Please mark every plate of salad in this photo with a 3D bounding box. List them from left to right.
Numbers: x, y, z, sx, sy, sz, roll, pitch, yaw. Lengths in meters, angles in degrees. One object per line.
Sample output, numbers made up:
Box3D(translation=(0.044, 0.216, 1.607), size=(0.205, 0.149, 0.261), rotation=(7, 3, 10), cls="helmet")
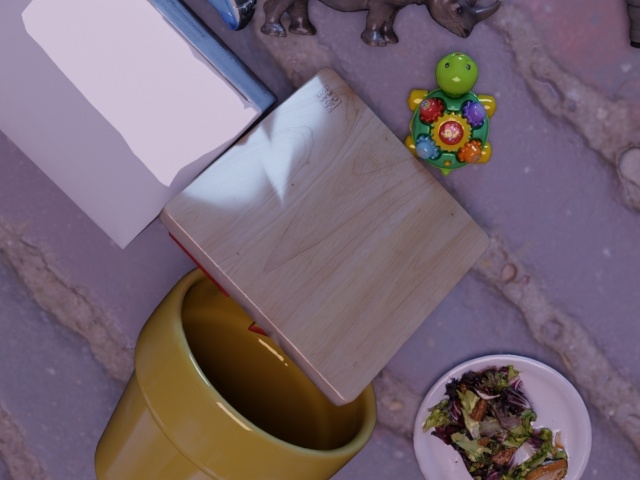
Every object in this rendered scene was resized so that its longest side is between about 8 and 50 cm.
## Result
Box3D(translation=(0.203, 0.225, 1.314), size=(0.199, 0.048, 0.200), rotation=(1, 104, 5), cls="plate of salad")

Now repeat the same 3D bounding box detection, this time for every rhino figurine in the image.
Box3D(translation=(0.064, -0.253, 1.201), size=(0.243, 0.073, 0.106), rotation=(5, 106, 2), cls="rhino figurine")

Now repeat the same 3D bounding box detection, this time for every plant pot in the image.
Box3D(translation=(-0.109, 0.191, 1.242), size=(0.254, 0.254, 0.239), rotation=(39, 118, -5), cls="plant pot")

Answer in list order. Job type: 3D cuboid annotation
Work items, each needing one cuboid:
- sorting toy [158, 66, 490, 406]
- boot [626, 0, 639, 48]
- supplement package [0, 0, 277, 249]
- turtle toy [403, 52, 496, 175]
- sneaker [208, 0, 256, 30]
Box3D(translation=(0.000, 0.000, 1.199), size=(0.255, 0.089, 0.257), rotation=(47, 58, -2), cls="sorting toy")
Box3D(translation=(0.407, -0.297, 1.170), size=(0.246, 0.083, 0.161), rotation=(-21, 108, 15), cls="boot")
Box3D(translation=(-0.212, -0.162, 1.207), size=(0.204, 0.145, 0.262), rotation=(-43, 96, 12), cls="supplement package")
Box3D(translation=(0.137, -0.131, 1.226), size=(0.095, 0.066, 0.130), rotation=(5, 103, 3), cls="turtle toy")
Box3D(translation=(-0.128, -0.286, 1.224), size=(0.073, 0.063, 0.162), rotation=(-31, 95, 28), cls="sneaker")
